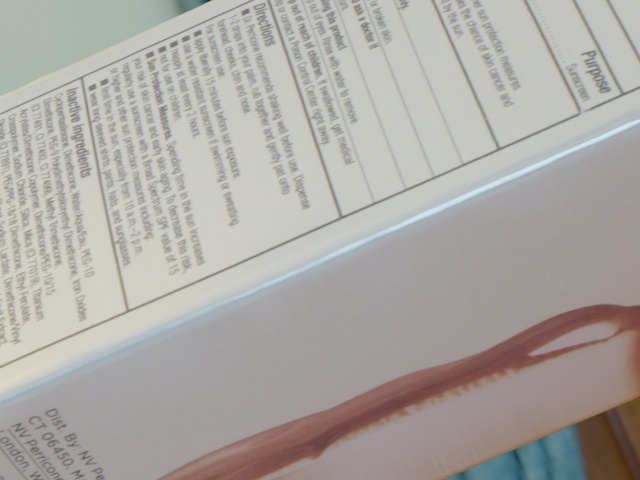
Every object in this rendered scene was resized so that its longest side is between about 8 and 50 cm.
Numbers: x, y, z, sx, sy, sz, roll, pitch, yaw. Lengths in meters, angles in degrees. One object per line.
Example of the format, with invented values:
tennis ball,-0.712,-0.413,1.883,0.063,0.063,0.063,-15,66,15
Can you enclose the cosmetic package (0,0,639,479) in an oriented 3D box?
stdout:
cosmetic package,0.000,0.000,0.632,0.296,0.153,0.129,-23,-46,7
